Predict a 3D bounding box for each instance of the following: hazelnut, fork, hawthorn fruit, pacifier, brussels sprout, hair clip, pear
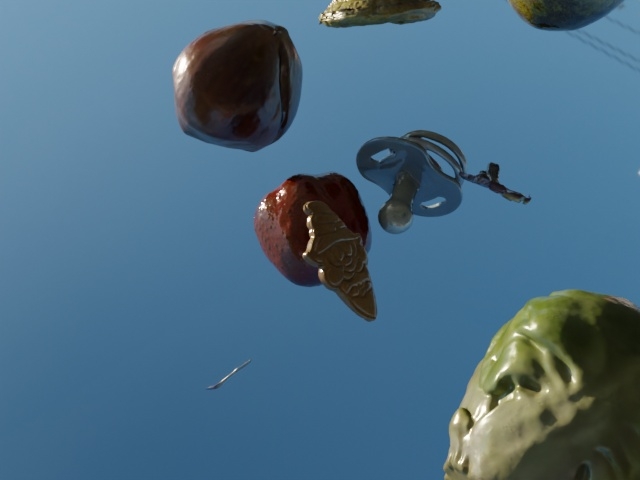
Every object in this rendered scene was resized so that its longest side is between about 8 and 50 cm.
[{"bbox_3d":[-0.211,-0.397,1.712,0.315,0.372,0.372,43,-132,10],"label":"hazelnut"},{"bbox_3d":[-0.186,0.275,1.351,0.012,0.115,0.016,60,-171,25],"label":"fork"},{"bbox_3d":[0.000,0.000,1.618,0.287,0.287,0.330,-15,-108,-35],"label":"hawthorn fruit"},{"bbox_3d":[0.213,-0.119,1.630,0.299,0.244,0.233,37,-119,-25],"label":"pacifier"},{"bbox_3d":[0.307,0.220,0.782,0.273,0.242,0.317,34,-103,-6],"label":"brussels sprout"},{"bbox_3d":[0.390,-0.126,1.492,0.146,0.056,0.187,21,-159,-5],"label":"hair clip"},{"bbox_3d":[0.370,-0.423,1.013,0.197,0.197,0.197,14,-130,-18],"label":"pear"}]

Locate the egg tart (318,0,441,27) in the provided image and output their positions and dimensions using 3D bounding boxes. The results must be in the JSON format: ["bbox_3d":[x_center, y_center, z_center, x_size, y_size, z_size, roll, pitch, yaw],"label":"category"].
[{"bbox_3d":[0.127,-0.517,1.463,0.278,0.095,0.279,-4,-162,1],"label":"egg tart"}]

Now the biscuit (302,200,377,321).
[{"bbox_3d":[0.041,0.038,1.226,0.162,0.035,0.250,-34,-82,-47],"label":"biscuit"}]
